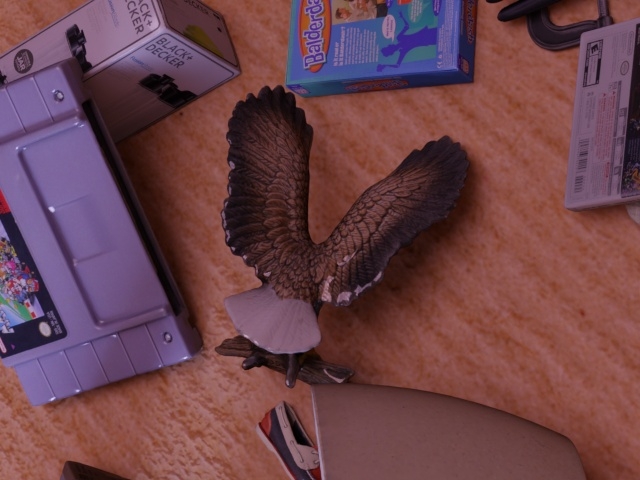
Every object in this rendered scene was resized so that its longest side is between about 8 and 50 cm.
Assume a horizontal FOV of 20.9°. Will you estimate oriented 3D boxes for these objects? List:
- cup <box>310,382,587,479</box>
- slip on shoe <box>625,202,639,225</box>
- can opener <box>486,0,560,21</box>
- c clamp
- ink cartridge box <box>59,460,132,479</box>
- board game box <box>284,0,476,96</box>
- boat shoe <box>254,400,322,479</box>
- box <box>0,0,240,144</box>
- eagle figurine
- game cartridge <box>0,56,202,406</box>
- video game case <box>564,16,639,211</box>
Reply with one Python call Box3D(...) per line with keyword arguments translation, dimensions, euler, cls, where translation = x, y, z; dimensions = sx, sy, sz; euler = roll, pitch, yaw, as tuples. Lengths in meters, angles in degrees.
Box3D(translation=(0.128, 0.281, 1.609), dimensions=(0.237, 0.331, 0.331), euler=(-8, 71, -1), cls="cup")
Box3D(translation=(0.432, -0.099, 1.644), dimensions=(0.331, 0.101, 0.123), euler=(-33, 53, 31), cls="slip on shoe")
Box3D(translation=(0.257, -0.277, 1.793), dimensions=(0.186, 0.073, 0.059), euler=(-31, 104, 27), cls="can opener")
Box3D(translation=(0.276, -0.264, 1.817), dimensions=(0.137, 0.022, 0.161), euler=(-19, 70, 28), cls="c clamp")
Box3D(translation=(-0.254, 0.341, 1.816), dimensions=(0.088, 0.234, 0.193), euler=(20, 84, -9), cls="ink cartridge box")
Box3D(translation=(0.067, -0.246, 1.904), dimensions=(0.210, 0.047, 0.160), euler=(-2, 77, 27), cls="board game box")
Box3D(translation=(-0.017, 0.227, 1.827), dimensions=(0.043, 0.049, 0.137), euler=(-46, 56, 8), cls="boat shoe")
Box3D(translation=(-0.259, -0.185, 1.993), dimensions=(0.290, 0.169, 0.087), euler=(-28, 66, 18), cls="box")
Box3D(translation=(-0.005, -0.002, 1.802), dimensions=(0.225, 0.226, 0.298), euler=(22, 93, 51), cls="eagle figurine")
Box3D(translation=(-0.301, -0.001, 1.929), dimensions=(0.230, 0.068, 0.355), euler=(-20, 102, 19), cls="game cartridge")
Box3D(translation=(0.315, -0.130, 1.697), dimensions=(0.173, 0.022, 0.190), euler=(-10, 67, 51), cls="video game case")
